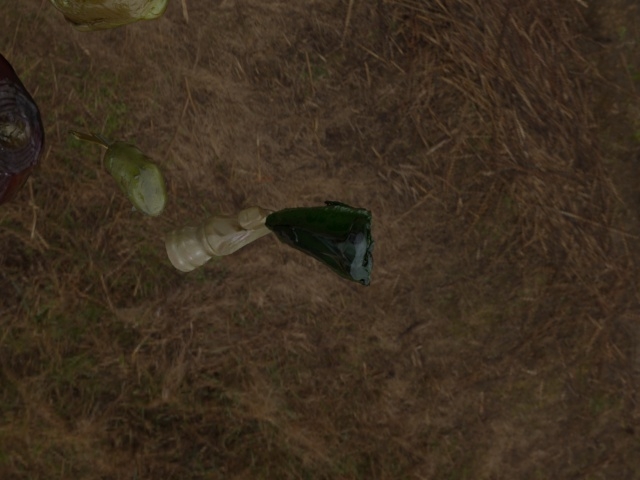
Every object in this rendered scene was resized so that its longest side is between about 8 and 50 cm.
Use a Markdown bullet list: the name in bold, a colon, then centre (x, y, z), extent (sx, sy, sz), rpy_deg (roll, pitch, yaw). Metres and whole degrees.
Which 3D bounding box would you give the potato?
- **potato**: centre (-0.353, -0.126, 1.283), extent (0.085, 0.188, 0.105), rpy_deg (-13, 133, -45)

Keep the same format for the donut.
- **donut**: centre (-0.398, -0.506, 1.246), extent (0.261, 0.209, 0.128), rpy_deg (-3, 167, 23)

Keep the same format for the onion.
- **onion**: centre (-0.614, -0.165, 1.060), extent (0.281, 0.260, 0.337), rpy_deg (15, 138, 11)

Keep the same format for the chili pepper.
- **chili pepper**: centre (0.003, 0.000, 0.925), extent (0.062, 0.216, 0.108), rpy_deg (-14, 111, -41)

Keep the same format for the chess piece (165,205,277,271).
- **chess piece**: centre (-0.237, -0.020, 1.694), extent (0.300, 0.137, 0.137), rpy_deg (-19, 131, 19)

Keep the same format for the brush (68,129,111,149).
- **brush**: centre (-0.582, -0.257, 1.706), extent (0.082, 0.218, 0.010), rpy_deg (41, 96, 3)
